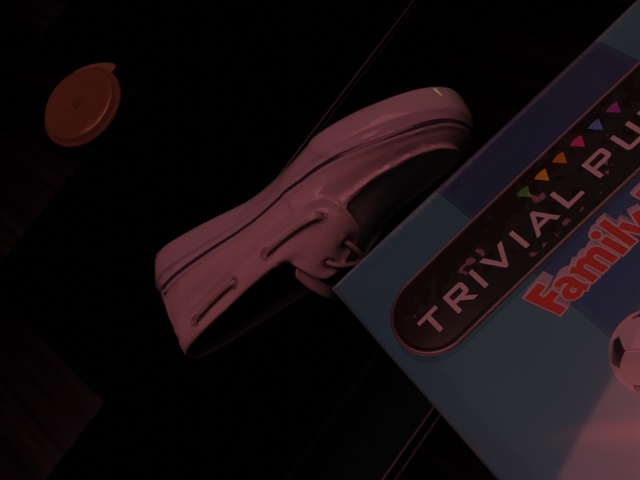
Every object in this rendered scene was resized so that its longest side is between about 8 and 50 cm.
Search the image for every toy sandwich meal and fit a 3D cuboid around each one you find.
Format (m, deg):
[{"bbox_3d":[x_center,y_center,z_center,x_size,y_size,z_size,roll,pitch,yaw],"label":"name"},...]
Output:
[{"bbox_3d":[-0.201,-0.115,0.699,0.086,0.029,0.085,-8,67,19],"label":"toy sandwich meal"}]

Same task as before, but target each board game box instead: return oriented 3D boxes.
[{"bbox_3d":[0.196,0.047,0.318,0.254,0.079,0.336,-44,49,1],"label":"board game box"}]

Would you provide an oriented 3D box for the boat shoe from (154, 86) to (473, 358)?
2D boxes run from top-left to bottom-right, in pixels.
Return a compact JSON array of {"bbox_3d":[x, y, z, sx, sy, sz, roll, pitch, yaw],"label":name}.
[{"bbox_3d":[0.000,0.000,0.480,0.226,0.083,0.075,-33,61,25],"label":"boat shoe"}]
